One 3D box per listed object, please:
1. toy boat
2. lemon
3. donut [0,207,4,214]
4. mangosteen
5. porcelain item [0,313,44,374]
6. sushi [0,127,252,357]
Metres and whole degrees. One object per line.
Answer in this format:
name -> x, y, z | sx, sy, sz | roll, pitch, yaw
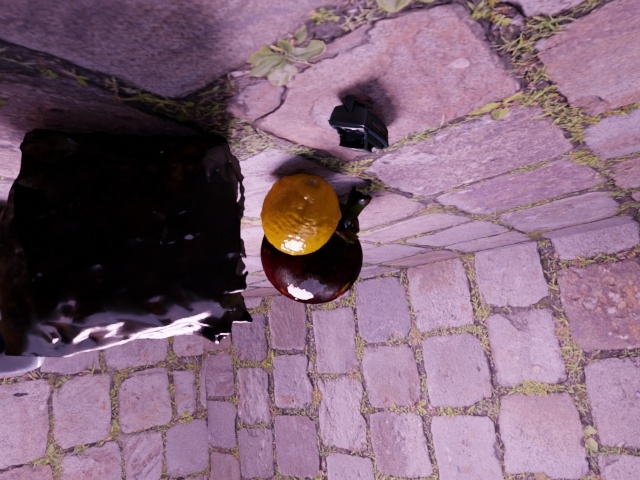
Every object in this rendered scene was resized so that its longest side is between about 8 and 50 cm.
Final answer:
toy boat -> 0.062, -0.149, 0.657 | 0.055, 0.060, 0.141 | 14, -177, 25
lemon -> -0.034, -0.052, 0.857 | 0.142, 0.142, 0.187 | -1, 151, -22
donut -> -0.616, -0.001, 0.909 | 0.234, 0.089, 0.235 | -6, 168, -1
mangosteen -> 0.000, 0.000, 1.015 | 0.231, 0.231, 0.289 | 2, 135, -35
porcelain item -> -0.582, 0.132, 1.072 | 0.242, 0.179, 0.405 | -9, -165, 11
sushi -> -0.247, 0.000, 0.646 | 0.294, 0.300, 0.281 | -3, -170, -8
